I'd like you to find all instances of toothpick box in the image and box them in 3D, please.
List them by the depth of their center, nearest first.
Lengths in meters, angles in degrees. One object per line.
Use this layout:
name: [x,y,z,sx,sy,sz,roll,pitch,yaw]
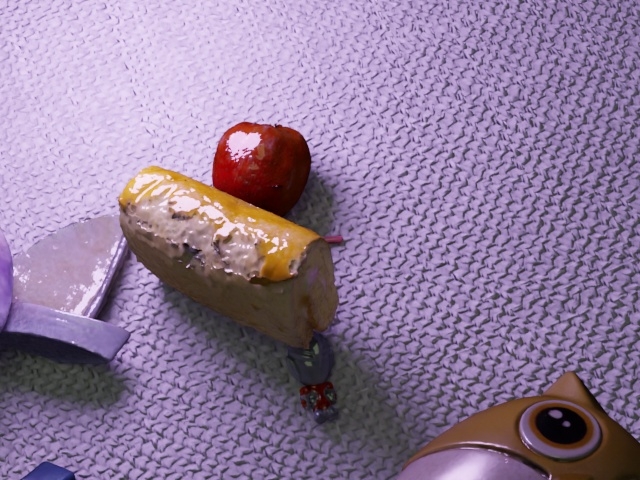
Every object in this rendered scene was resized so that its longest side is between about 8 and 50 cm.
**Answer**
toothpick box: [0.309,0.432,1.484,0.425,0.409,0.409,-36,70,-10]

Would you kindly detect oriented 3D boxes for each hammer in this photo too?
hammer: [0.000,0.000,1.878,0.083,0.031,0.052,-6,74,-1]

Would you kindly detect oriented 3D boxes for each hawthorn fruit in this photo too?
hawthorn fruit: [-0.107,-0.113,1.857,0.185,0.185,0.202,3,82,9]

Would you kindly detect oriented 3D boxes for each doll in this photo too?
doll: [-0.012,0.226,1.779,0.094,0.079,0.180,-7,77,-28]

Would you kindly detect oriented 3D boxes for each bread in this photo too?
bread: [-0.155,0.023,1.744,0.375,0.236,0.165,26,63,25]

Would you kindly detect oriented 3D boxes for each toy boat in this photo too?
toy boat: [-0.468,0.095,1.877,0.276,0.111,0.293,-5,57,7]

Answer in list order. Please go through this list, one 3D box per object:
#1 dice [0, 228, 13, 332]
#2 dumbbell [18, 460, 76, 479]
dice: [-0.717,0.073,1.782,0.271,0.270,0.270,-19,59,25]
dumbbell: [-0.356,0.488,1.693,0.325,0.144,0.160,17,75,14]
